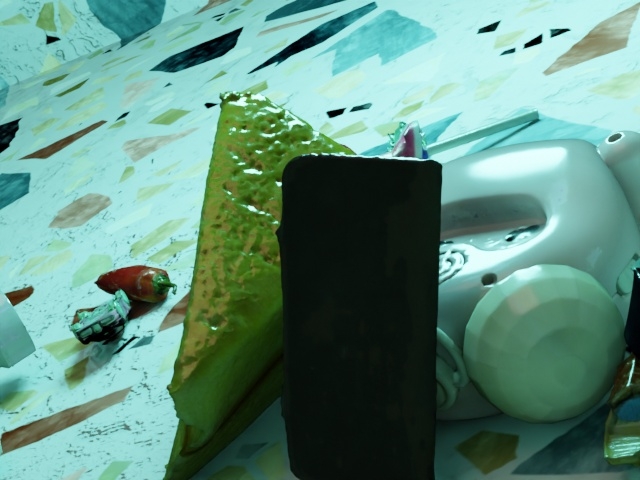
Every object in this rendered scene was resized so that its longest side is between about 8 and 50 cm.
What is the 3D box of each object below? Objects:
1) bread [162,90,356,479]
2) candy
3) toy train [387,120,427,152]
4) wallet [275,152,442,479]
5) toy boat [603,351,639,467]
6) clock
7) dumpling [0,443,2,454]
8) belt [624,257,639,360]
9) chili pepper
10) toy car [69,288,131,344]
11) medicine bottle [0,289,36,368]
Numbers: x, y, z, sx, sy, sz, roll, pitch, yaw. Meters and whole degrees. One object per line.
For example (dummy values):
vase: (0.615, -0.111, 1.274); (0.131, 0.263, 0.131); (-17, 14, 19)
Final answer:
bread: (-0.113, 0.058, 1.652); (0.245, 0.233, 0.362); (32, 56, 20)
candy: (0.118, -0.109, 2.071); (0.365, 0.124, 0.124); (-20, 20, -7)
toy train: (0.119, -0.128, 2.151); (0.033, 0.053, 0.083); (-43, 20, 23)
wallet: (0.037, 0.077, 1.406); (0.165, 0.309, 0.042); (4, 8, 38)
toy boat: (0.268, 0.139, 1.316); (0.065, 0.066, 0.172); (-12, 25, 27)
clock: (0.164, 0.049, 1.524); (0.342, 0.184, 0.326); (-14, 28, 42)
dumpling: (-0.480, 0.249, 1.888); (0.229, 0.124, 0.151); (18, 85, 36)
belt: (0.336, 0.067, 1.313); (0.151, 0.078, 0.198); (-2, 19, -20)
chili pepper: (-0.248, 0.058, 2.143); (0.059, 0.050, 0.191); (12, -7, -43)
toy car: (-0.282, 0.106, 2.065); (0.069, 0.055, 0.142); (-30, 8, 2)
medicine bottle: (-0.519, 0.175, 2.029); (0.296, 0.161, 0.111); (-33, 23, -14)
